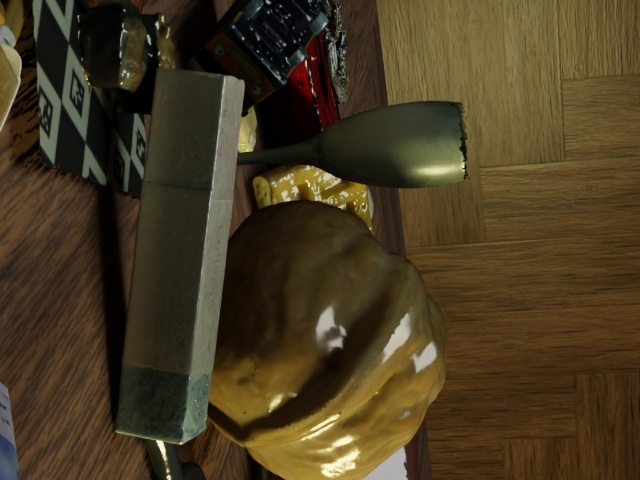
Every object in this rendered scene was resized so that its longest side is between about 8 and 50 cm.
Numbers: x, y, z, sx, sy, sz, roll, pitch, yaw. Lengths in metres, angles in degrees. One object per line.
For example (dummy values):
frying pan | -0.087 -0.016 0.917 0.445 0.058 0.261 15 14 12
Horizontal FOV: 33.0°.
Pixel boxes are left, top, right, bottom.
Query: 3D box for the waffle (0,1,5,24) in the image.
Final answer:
waffle | -0.237 -0.153 0.590 0.253 0.056 0.249 -76 160 -62

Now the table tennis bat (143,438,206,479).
table tennis bat | -0.137 0.267 1.061 0.150 0.027 0.236 -78 162 -55

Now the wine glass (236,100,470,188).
wine glass | 0.015 -0.116 1.241 0.264 0.309 0.096 -60 144 -73

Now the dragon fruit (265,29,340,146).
dragon fruit | -0.028 -0.248 1.623 0.282 0.100 0.344 -78 159 -53

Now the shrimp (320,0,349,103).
shrimp | 0.022 -0.276 1.570 0.091 0.034 0.161 -71 151 -69

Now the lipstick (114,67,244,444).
lipstick | -0.121 0.013 0.945 0.066 0.068 0.317 -9 107 -76

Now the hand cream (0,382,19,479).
hand cream | -0.210 0.135 0.667 0.084 0.053 0.142 70 9 -54

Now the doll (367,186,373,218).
doll | 0.048 -0.056 1.996 0.192 0.095 0.149 -76 157 -51

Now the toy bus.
toy bus | -0.075 -0.236 1.267 0.098 0.114 0.201 46 36 -17

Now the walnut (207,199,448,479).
walnut | -0.005 0.114 1.154 0.296 0.285 0.285 53 25 -24

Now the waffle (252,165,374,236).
waffle | 0.000 0.000 1.551 0.057 0.168 0.274 26 -46 50

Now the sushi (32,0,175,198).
sushi | -0.167 -0.186 0.920 0.294 0.059 0.292 3 83 -84

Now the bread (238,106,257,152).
bread | -0.108 -0.179 1.375 0.154 0.028 0.068 74 14 -54

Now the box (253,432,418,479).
box | 0.024 0.252 1.456 0.263 0.108 0.404 18 64 -39

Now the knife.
knife | -0.221 -0.122 0.757 0.046 0.022 0.256 80 11 -49
